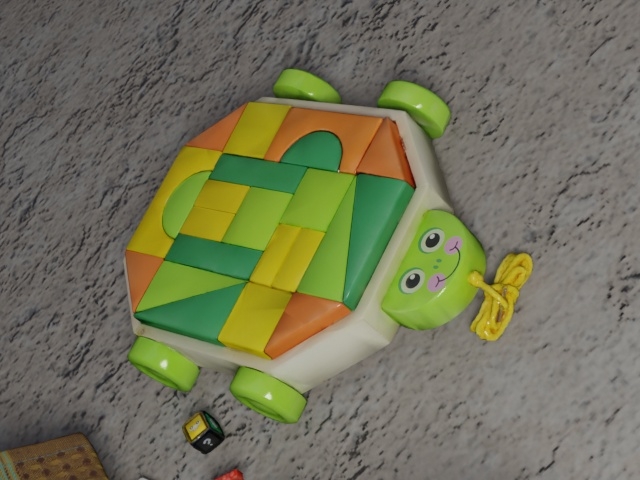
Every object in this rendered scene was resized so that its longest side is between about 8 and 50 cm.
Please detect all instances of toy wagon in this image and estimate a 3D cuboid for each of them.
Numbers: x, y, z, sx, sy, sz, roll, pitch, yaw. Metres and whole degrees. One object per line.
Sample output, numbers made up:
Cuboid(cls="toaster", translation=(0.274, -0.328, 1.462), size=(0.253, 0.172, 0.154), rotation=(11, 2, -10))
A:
Cuboid(cls="toy wagon", translation=(0.000, 0.000, 1.184), size=(0.344, 0.068, 0.267), rotation=(11, 68, 45))

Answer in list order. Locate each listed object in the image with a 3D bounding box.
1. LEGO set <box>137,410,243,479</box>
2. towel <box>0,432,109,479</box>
Cuboid(cls="LEGO set", translation=(-0.110, 0.235, 1.112), size=(0.182, 0.060, 0.244), rotation=(15, 69, 42))
Cuboid(cls="towel", translation=(-0.290, 0.255, 1.042), size=(0.370, 0.040, 0.271), rotation=(-12, 37, -21))
